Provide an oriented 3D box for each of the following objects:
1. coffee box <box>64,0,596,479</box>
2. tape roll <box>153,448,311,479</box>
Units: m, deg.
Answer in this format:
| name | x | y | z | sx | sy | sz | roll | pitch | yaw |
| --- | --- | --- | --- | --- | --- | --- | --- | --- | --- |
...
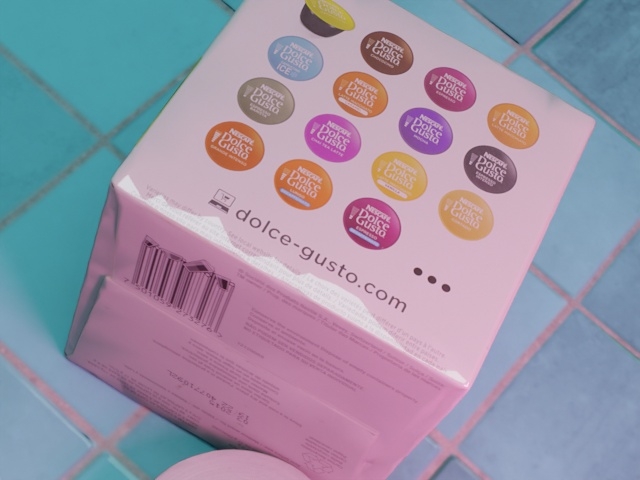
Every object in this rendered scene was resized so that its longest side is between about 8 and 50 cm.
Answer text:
| name | x | y | z | sx | sy | sz | roll | pitch | yaw |
| --- | --- | --- | --- | --- | --- | --- | --- | --- | --- |
| coffee box | 0.000 | 0.000 | 1.324 | 0.337 | 0.338 | 0.334 | 30 | 56 | 2 |
| tape roll | -0.082 | 0.307 | 1.279 | 0.219 | 0.072 | 0.219 | 8 | 58 | -13 |
